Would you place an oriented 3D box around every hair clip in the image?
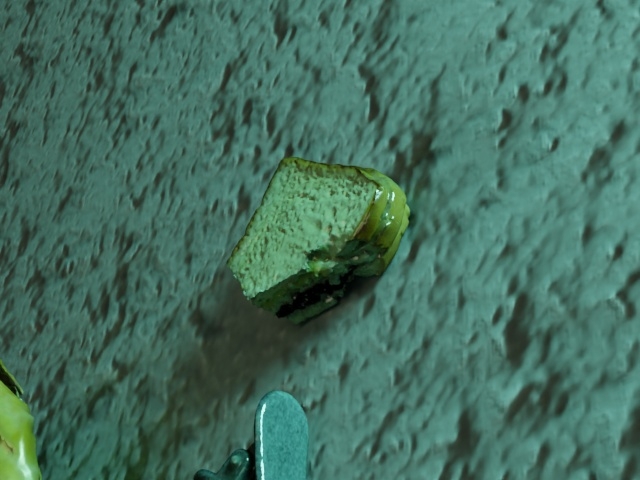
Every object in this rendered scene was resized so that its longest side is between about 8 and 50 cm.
[{"bbox_3d":[0.001,0.168,0.738,0.070,0.039,0.229,-49,40,14],"label":"hair clip"}]

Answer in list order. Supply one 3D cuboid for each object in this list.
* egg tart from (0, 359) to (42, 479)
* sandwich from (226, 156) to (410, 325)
[{"bbox_3d":[-0.244,0.226,0.898,0.345,0.132,0.345,-30,44,33],"label":"egg tart"},{"bbox_3d":[0.000,0.000,0.861,0.105,0.035,0.093,5,67,51],"label":"sandwich"}]
